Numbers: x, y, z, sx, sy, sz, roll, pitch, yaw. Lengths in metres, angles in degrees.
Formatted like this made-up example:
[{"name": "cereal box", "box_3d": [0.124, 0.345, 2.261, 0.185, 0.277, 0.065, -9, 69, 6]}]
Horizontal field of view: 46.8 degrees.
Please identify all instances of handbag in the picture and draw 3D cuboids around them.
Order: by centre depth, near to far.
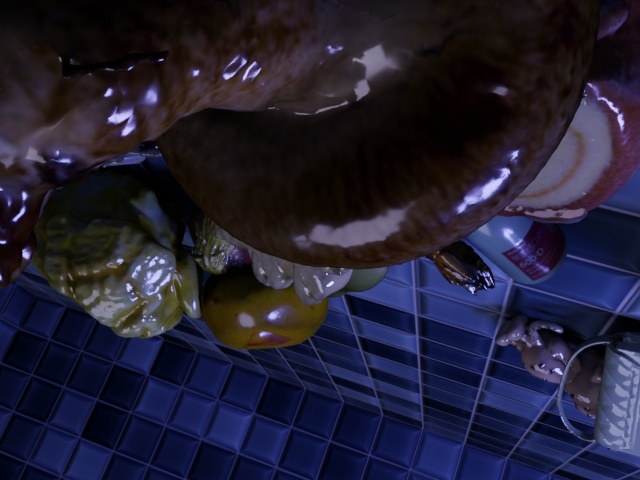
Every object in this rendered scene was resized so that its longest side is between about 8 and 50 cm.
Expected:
[{"name": "handbag", "box_3d": [0.503, 0.251, 1.211, 0.219, 0.079, 0.256, 8, 125, 22]}]

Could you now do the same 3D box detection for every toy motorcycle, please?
[{"name": "toy motorcycle", "box_3d": [-0.310, -0.150, 1.123, 0.225, 0.073, 0.152, -4, 176, 30]}]

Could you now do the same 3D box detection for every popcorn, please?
[{"name": "popcorn", "box_3d": [-0.364, 0.036, 1.360, 0.294, 0.334, 0.292, -5, 121, -5]}]

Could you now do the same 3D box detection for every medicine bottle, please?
[{"name": "medicine bottle", "box_3d": [0.211, -0.031, 0.900, 0.217, 0.090, 0.090, 36, 156, -34]}]

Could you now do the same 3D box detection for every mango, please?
[{"name": "mango", "box_3d": [-0.111, 0.115, 1.414, 0.253, 0.182, 0.365, -5, 173, 1]}]

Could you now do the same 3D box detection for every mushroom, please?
[{"name": "mushroom", "box_3d": [-0.027, -0.154, 0.429, 0.334, 0.331, 0.356, -23, 161, 26]}]

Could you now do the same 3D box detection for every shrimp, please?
[{"name": "shrimp", "box_3d": [0.168, 0.014, 0.985, 0.290, 0.054, 0.222, 36, -173, -32]}]

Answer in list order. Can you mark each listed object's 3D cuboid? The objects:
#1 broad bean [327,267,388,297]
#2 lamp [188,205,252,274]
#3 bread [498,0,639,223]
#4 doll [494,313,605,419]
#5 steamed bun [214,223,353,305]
[{"name": "broad bean", "box_3d": [0.000, 0.000, 1.166, 0.238, 0.119, 0.291, 23, 160, 23]}, {"name": "lamp", "box_3d": [-0.162, -0.003, 1.298, 0.157, 0.134, 0.156, 29, 161, -31]}, {"name": "bread", "box_3d": [0.197, -0.116, 0.638, 0.190, 0.123, 0.244, 16, 161, 10]}, {"name": "doll", "box_3d": [0.451, 0.225, 1.328, 0.278, 0.119, 0.154, 35, 157, -8]}, {"name": "steamed bun", "box_3d": [-0.037, -0.075, 0.914, 0.292, 0.137, 0.295, 55, 150, 5]}]
